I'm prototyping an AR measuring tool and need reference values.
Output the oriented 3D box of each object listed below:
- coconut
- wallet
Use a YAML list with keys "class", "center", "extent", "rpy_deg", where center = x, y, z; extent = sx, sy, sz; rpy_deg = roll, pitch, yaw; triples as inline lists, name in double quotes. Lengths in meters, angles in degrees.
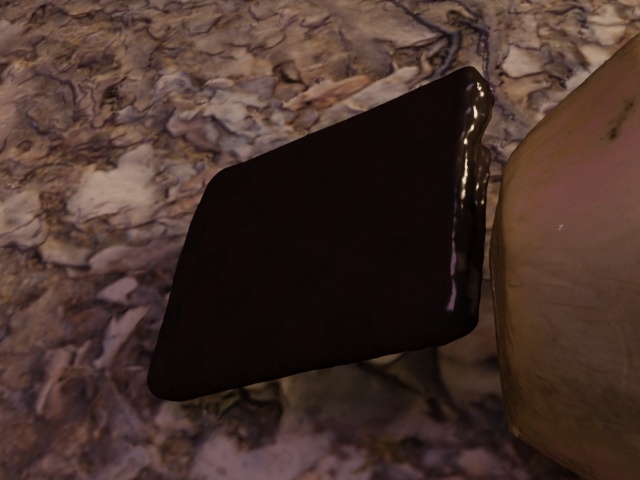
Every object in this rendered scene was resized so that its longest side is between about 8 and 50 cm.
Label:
- class: "coconut"
  center: [0.190, 0.013, 0.404]
  extent: [0.236, 0.237, 0.197]
  rpy_deg: [-11, 13, 10]
- class: "wallet"
  center: [0.000, 0.000, 0.531]
  extent: [0.229, 0.049, 0.182]
  rpy_deg: [-18, 46, 38]
